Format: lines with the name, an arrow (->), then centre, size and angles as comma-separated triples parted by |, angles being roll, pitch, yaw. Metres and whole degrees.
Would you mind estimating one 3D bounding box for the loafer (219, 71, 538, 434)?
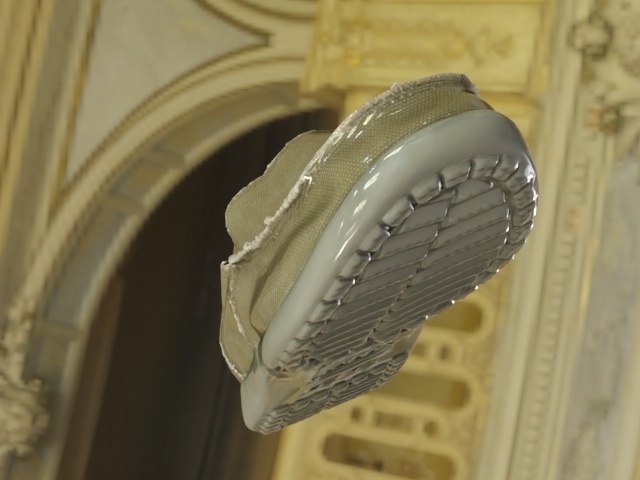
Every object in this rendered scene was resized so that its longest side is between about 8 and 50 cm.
loafer -> 0.000, 0.000, 0.618 | 0.094, 0.251, 0.087 | -21, -105, -22
